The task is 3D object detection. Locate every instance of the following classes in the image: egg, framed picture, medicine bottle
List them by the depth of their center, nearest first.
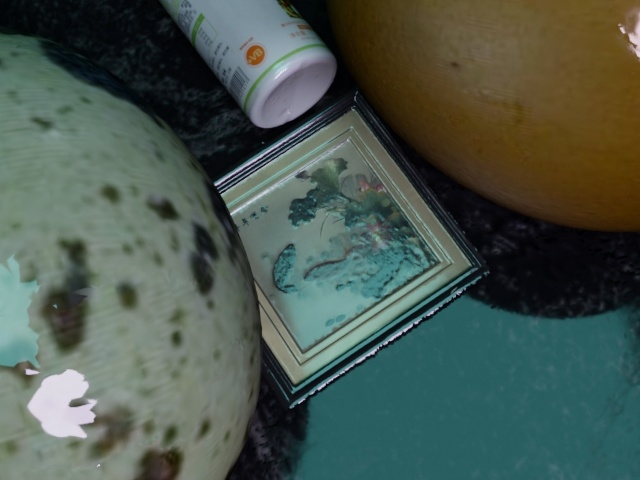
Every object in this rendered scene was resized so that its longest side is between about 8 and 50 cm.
[{"bbox_3d":[-0.190,0.032,0.555,0.287,0.287,0.379,-19,74,0],"label":"egg"},{"bbox_3d":[0.172,-0.153,0.577,0.351,0.282,0.283,18,76,13],"label":"egg"},{"bbox_3d":[0.000,0.000,0.690,0.195,0.010,0.199,-33,73,-5],"label":"framed picture"},{"bbox_3d":[-0.071,-0.185,0.714,0.086,0.086,0.183,-36,74,-5],"label":"medicine bottle"}]
